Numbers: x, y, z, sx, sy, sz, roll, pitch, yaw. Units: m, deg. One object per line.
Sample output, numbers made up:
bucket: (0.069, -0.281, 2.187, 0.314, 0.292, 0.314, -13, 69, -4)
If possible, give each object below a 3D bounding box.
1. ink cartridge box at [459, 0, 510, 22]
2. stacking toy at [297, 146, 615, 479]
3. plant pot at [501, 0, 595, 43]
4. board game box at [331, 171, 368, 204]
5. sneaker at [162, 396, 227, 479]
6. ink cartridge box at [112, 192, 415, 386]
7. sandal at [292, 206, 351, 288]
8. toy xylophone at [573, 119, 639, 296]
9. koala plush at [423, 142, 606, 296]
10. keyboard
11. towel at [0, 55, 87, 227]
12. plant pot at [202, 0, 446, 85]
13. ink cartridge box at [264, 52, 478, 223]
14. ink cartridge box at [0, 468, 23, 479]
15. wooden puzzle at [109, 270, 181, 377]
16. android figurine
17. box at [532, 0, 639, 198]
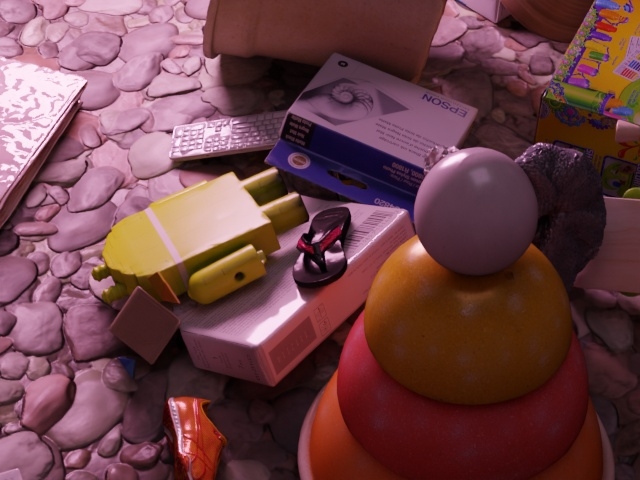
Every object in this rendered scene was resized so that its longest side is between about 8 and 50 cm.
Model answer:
ink cartridge box: (0.291, -0.436, 2.373, 0.191, 0.082, 0.139, -34, 55, -29)
stacking toy: (0.155, 0.103, 1.543, 0.351, 0.480, 0.350, 1, 45, -1)
plant pot: (0.376, -0.422, 2.265, 0.237, 0.110, 0.237, 7, 71, -22)
board game box: (0.099, -0.105, 2.057, 0.170, 0.048, 0.141, -5, 47, -6)
sneaker: (-0.133, 0.241, 1.693, 0.067, 0.064, 0.175, 0, 47, -16)
ink cartridge box: (-0.066, 0.048, 1.886, 0.261, 0.066, 0.296, 11, 40, 42)
sandal: (0.000, 0.000, 1.822, 0.067, 0.040, 0.179, -11, 30, 13)
toy xylophone: (0.447, -0.020, 1.863, 0.323, 0.236, 0.081, 13, 8, 13)
koala plush: (0.222, -0.033, 1.856, 0.203, 0.196, 0.221, -49, 22, -8)
keyboard: (-0.081, -0.151, 2.082, 0.256, 0.014, 0.072, -7, 47, 9)
towel: (-0.529, -0.153, 2.082, 0.332, 0.053, 0.317, 15, 45, 12)
plant pot: (0.031, -0.370, 2.165, 0.305, 0.334, 0.334, 19, 46, 1)
ink cartridge box: (0.070, -0.140, 2.001, 0.223, 0.045, 0.224, 23, 45, 9)
ink cartridge box: (-0.390, 0.345, 1.558, 0.212, 0.093, 0.154, -15, 48, -13)
wooden puzzle: (-0.207, 0.100, 1.802, 0.078, 0.116, 0.014, 45, 15, 12)
android figurine: (-0.155, -0.002, 1.890, 0.273, 0.056, 0.248, -27, 32, -10)
box: (0.462, -0.172, 2.044, 0.279, 0.177, 0.290, 19, 47, 17)
